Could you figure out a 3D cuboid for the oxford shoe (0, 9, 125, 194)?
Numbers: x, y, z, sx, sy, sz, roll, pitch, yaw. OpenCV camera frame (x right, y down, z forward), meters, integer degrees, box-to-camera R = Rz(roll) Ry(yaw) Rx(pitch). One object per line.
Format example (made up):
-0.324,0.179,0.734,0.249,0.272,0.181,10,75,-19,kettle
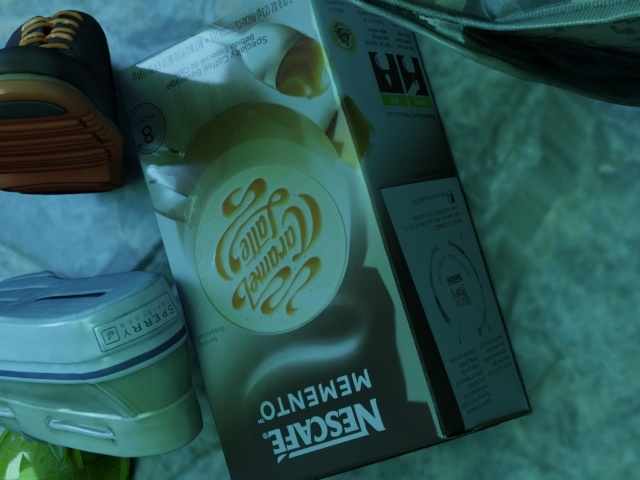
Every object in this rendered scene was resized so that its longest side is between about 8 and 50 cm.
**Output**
-0.159,-0.084,0.800,0.096,0.271,0.098,-2,87,-7,oxford shoe

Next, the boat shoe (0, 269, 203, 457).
-0.172,0.077,0.858,0.302,0.109,0.094,-3,107,57,boat shoe

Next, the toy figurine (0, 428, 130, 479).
-0.269,0.269,0.900,0.362,0.217,0.191,-47,69,26,toy figurine

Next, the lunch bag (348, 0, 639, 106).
0.138,-0.145,0.608,0.287,0.235,0.169,-9,86,33,lunch bag

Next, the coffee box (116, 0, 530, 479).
0.000,0.000,0.785,0.141,0.098,0.247,-22,81,32,coffee box
